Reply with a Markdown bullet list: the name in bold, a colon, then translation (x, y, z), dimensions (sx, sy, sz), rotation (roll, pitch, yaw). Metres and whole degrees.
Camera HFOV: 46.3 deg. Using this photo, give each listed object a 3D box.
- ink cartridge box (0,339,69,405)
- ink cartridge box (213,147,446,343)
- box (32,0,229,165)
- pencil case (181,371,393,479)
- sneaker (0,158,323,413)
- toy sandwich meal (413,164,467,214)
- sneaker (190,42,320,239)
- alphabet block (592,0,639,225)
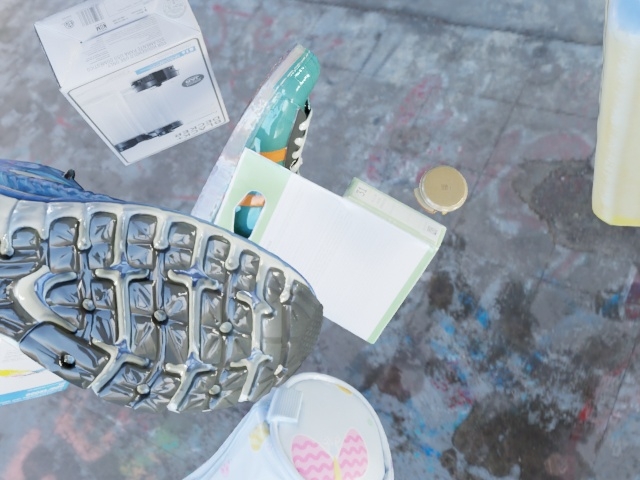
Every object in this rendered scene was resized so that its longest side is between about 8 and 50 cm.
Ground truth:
- **ink cartridge box**: translation (-0.484, 0.136, 1.213), dimensions (0.168, 0.232, 0.171), rotation (-7, 59, -41)
- **ink cartridge box**: translation (0.000, 0.000, 0.862), dimensions (0.235, 0.171, 0.056), rotation (30, 39, 2)
- **box**: translation (-0.217, -0.201, 0.934), dimensions (0.169, 0.290, 0.087), rotation (-24, 82, -6)
- **pencil case**: translation (-0.058, 0.219, 0.642), dimensions (0.124, 0.273, 0.113), rotation (43, 38, -2)
- **sneaker**: translation (-0.156, 0.005, 0.478), dimensions (0.330, 0.130, 0.147), rotation (16, 20, -4)
- **toy sandwich meal**: translation (0.191, -0.078, 1.184), dimensions (0.085, 0.029, 0.085), rotation (2, 75, -6)
- **sneaker**: translation (-0.060, -0.085, 0.893), dimensions (0.121, 0.302, 0.108), rotation (28, 30, -8)
- **alphabet block**: translation (0.242, -0.123, 0.370), dimensions (0.193, 0.197, 0.192), rotation (6, 72, 20)
